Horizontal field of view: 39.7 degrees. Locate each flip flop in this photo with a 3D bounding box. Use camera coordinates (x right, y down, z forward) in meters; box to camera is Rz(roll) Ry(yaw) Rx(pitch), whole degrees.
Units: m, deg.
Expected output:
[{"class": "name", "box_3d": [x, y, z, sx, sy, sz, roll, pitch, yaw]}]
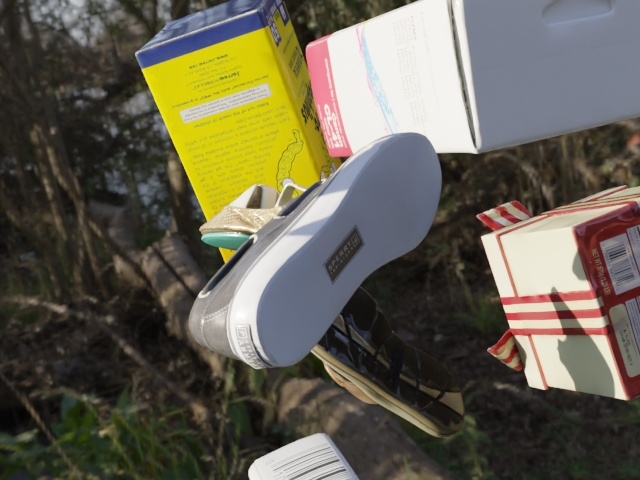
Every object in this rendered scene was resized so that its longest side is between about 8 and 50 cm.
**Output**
[{"class": "flip flop", "box_3d": [0.053, 0.139, 1.032, 0.080, 0.277, 0.112, -34, 24, 44]}]

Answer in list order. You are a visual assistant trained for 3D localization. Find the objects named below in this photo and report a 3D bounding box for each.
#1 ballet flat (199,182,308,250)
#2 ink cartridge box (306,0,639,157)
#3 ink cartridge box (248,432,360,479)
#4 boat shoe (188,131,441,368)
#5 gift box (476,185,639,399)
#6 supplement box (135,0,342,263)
[{"class": "ballet flat", "box_3d": [-0.043, -0.022, 0.870, 0.206, 0.067, 0.073, 4, -11, 45]}, {"class": "ink cartridge box", "box_3d": [0.147, -0.159, 0.815, 0.226, 0.131, 0.306, -14, 11, -18]}, {"class": "ink cartridge box", "box_3d": [0.074, 0.318, 0.497, 0.071, 0.330, 0.324, -24, 19, -12]}, {"class": "boat shoe", "box_3d": [0.000, 0.000, 0.575, 0.076, 0.080, 0.228, 1, 36, 39]}, {"class": "gift box", "box_3d": [0.358, 0.055, 1.160, 0.276, 0.255, 0.258, -14, 0, -16]}, {"class": "supplement box", "box_3d": [-0.102, -0.173, 1.351, 0.195, 0.357, 0.194, -16, 24, 12]}]
